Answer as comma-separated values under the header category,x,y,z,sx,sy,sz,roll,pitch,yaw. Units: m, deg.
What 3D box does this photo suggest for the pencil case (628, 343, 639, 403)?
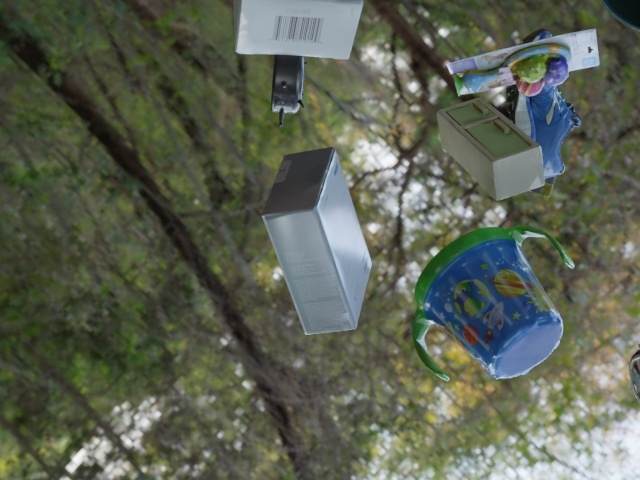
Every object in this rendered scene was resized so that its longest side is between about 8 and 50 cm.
category,x,y,z,sx,sy,sz,roll,pitch,yaw
pencil case,0.721,0.145,1.879,0.410,0.183,0.160,-39,-141,-24

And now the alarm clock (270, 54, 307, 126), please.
category,x,y,z,sx,sy,sz,roll,pitch,yaw
alarm clock,-0.060,-0.316,1.987,0.129,0.064,0.192,100,-10,-52

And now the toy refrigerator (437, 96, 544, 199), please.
category,x,y,z,sx,sy,sz,roll,pitch,yaw
toy refrigerator,0.326,-0.187,2.071,0.102,0.094,0.269,-18,-149,-8

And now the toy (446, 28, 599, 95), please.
category,x,y,z,sx,sy,sz,roll,pitch,yaw
toy,0.335,-0.271,1.741,0.237,0.056,0.137,-8,163,15

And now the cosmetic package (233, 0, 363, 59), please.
category,x,y,z,sx,sy,sz,roll,pitch,yaw
cosmetic package,-0.051,-0.526,1.913,0.156,0.217,0.385,106,-16,-58

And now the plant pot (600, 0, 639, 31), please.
category,x,y,z,sx,sy,sz,roll,pitch,yaw
plant pot,0.657,-0.528,1.990,0.293,0.293,0.196,-39,176,20

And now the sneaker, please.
category,x,y,z,sx,sy,sz,roll,pitch,yaw
sneaker,0.486,-0.293,2.319,0.147,0.330,0.130,-1,-169,-3

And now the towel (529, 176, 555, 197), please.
category,x,y,z,sx,sy,sz,roll,pitch,yaw
towel,0.543,-0.150,2.603,0.009,0.060,0.083,-22,132,-53

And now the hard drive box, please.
category,x,y,z,sx,sy,sz,roll,pitch,yaw
hard drive box,0.000,0.000,1.672,0.089,0.232,0.181,-8,-148,17

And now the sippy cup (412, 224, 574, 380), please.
category,x,y,z,sx,sy,sz,roll,pitch,yaw
sippy cup,0.332,0.131,2.014,0.240,0.224,0.305,-9,136,-32
